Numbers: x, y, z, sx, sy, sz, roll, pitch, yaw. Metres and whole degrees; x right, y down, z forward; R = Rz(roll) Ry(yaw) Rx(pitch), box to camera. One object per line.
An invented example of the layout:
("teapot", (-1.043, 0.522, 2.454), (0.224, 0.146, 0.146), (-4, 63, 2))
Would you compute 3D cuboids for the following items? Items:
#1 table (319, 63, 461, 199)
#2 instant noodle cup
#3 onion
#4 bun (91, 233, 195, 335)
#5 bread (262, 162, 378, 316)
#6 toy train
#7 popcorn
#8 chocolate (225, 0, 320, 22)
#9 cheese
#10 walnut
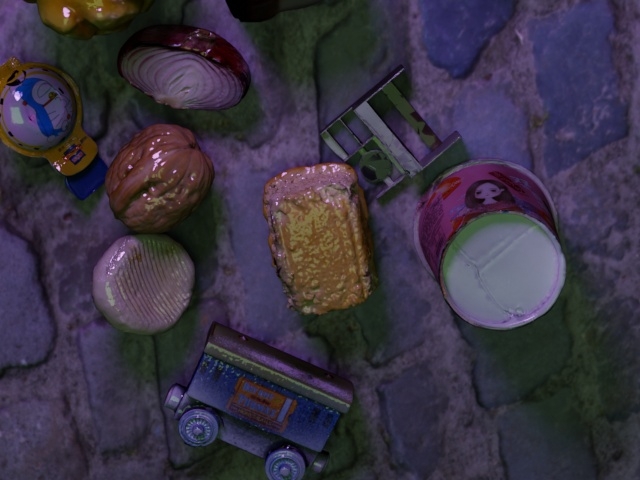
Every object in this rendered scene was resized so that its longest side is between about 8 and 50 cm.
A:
("table", (0.109, -0.168, 1.896), (0.175, 0.062, 0.146), (-40, 103, 10))
("instant noodle cup", (0.270, 0.011, 1.860), (0.242, 0.231, 0.243), (0, 106, 1))
("onion", (-0.203, -0.287, 1.842), (0.205, 0.098, 0.151), (20, 132, -11))
("bun", (-0.297, 0.067, 1.953), (0.183, 0.102, 0.183), (-7, 101, -38))
("bread", (0.000, 0.000, 1.920), (0.174, 0.121, 0.246), (-14, 104, -2))
("toy train", (-0.102, 0.279, 2.006), (0.299, 0.131, 0.202), (25, 105, -7))
("popcorn", (-0.338, -0.450, 1.684), (0.290, 0.321, 0.326), (2, 126, -1))
("chocolate", (-0.066, -0.461, 1.723), (0.186, 0.283, 0.284), (-18, 107, -10))
("cheese", (-0.428, -0.180, 1.892), (0.156, 0.064, 0.250), (-47, 118, -22))
("walnut", (-0.261, -0.094, 1.883), (0.155, 0.155, 0.184), (43, 106, -11))
